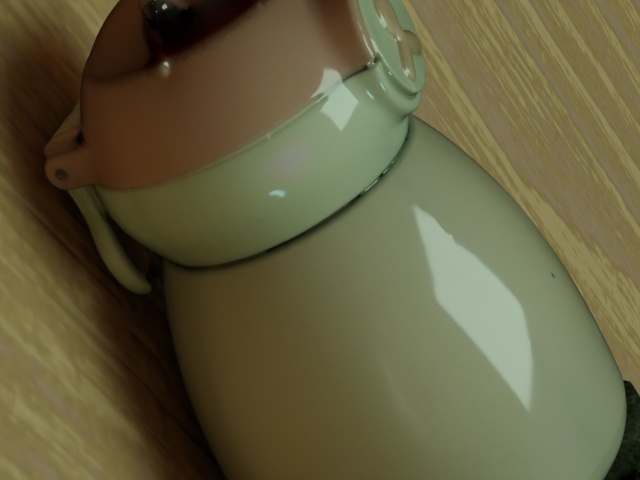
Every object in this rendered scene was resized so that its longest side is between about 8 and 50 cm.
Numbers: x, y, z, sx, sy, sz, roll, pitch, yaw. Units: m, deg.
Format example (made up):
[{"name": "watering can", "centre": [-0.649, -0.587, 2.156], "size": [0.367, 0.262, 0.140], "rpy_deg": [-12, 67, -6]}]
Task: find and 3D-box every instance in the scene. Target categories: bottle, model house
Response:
[{"name": "bottle", "centre": [0.000, 0.000, 0.706], "size": [0.236, 0.147, 0.147], "rpy_deg": [60, 25, -23]}, {"name": "model house", "centre": [0.196, 0.134, 1.191], "size": [0.083, 0.066, 0.078], "rpy_deg": [62, 22, -23]}]
